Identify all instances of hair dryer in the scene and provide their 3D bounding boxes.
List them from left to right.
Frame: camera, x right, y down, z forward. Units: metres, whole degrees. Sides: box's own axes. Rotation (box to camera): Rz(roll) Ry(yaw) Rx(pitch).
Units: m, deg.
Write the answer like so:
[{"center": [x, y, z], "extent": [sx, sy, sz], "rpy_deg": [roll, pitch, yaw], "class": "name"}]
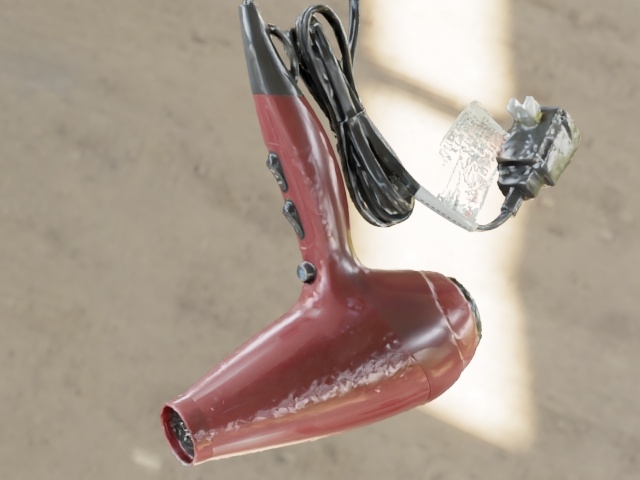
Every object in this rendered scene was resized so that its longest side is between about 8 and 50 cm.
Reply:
[{"center": [0.000, 0.000, 1.096], "extent": [0.223, 0.293, 0.080], "rpy_deg": [32, -18, -18], "class": "hair dryer"}]
